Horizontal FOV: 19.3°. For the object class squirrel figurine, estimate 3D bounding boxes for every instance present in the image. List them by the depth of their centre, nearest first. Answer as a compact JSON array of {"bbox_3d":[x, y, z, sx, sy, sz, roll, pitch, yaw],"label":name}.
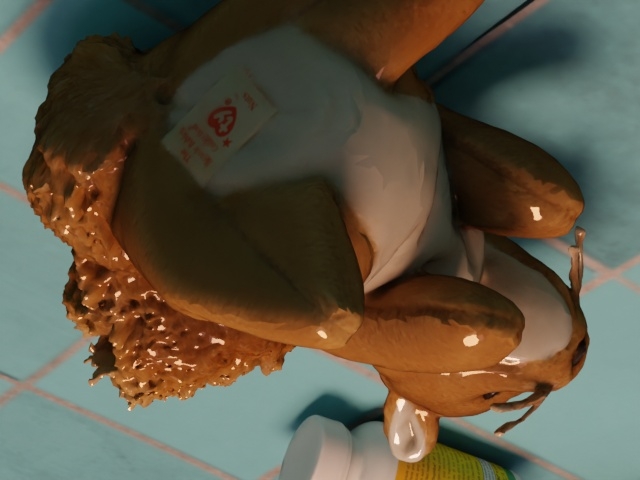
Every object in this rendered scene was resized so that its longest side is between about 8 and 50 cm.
[{"bbox_3d":[0.000,0.000,1.324,0.397,0.281,0.370,1,156,32],"label":"squirrel figurine"}]

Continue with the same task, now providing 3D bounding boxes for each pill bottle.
[{"bbox_3d":[0.073,0.231,1.686,0.208,0.118,0.117,22,141,-19],"label":"pill bottle"}]
